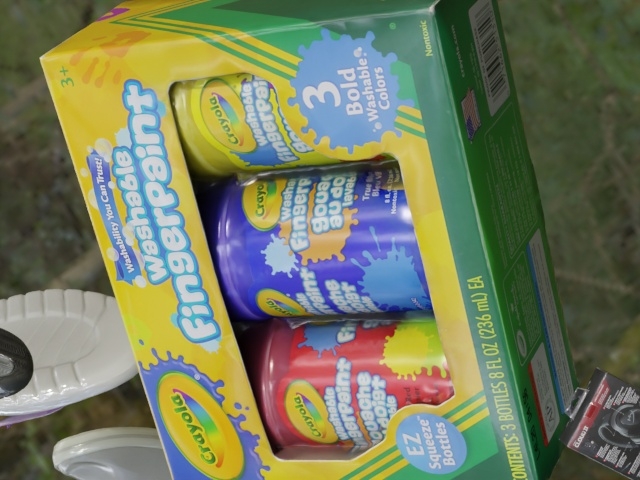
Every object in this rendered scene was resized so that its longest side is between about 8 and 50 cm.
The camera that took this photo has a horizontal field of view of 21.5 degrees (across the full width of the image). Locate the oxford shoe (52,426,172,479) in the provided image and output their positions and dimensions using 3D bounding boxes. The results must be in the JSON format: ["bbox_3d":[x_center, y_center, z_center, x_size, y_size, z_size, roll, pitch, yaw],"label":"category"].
[{"bbox_3d":[-0.186,0.363,2.295,0.449,0.169,0.130,36,-135,-46],"label":"oxford shoe"}]

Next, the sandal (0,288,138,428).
[{"bbox_3d":[-0.360,0.151,1.818,0.169,0.416,0.102,-81,-26,-45],"label":"sandal"}]

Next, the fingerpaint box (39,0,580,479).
[{"bbox_3d":[0.000,0.000,1.491,0.371,0.163,0.445,-3,114,26],"label":"fingerpaint box"}]

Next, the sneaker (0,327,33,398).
[{"bbox_3d":[-0.360,0.146,1.538,0.086,0.228,0.132,-81,-15,-46],"label":"sneaker"}]

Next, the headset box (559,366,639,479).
[{"bbox_3d":[0.219,0.136,1.229,0.083,0.062,0.032,27,-179,-4],"label":"headset box"}]
